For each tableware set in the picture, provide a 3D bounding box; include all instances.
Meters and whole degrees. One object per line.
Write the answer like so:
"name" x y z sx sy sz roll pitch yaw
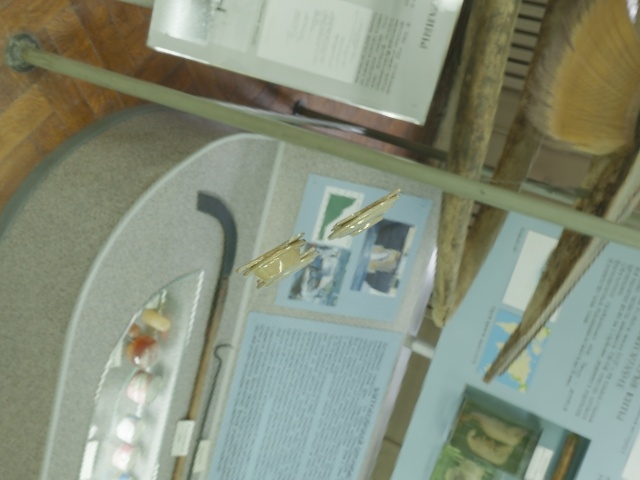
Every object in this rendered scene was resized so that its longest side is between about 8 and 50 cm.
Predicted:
"tableware set" 0.000 0.000 0.534 0.141 0.020 0.169 -30 176 0
